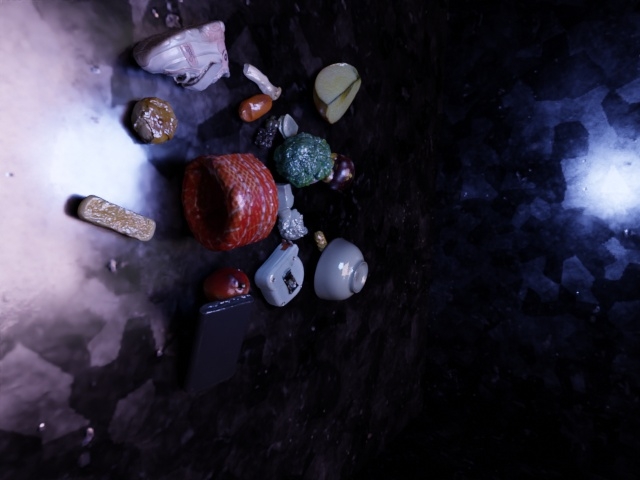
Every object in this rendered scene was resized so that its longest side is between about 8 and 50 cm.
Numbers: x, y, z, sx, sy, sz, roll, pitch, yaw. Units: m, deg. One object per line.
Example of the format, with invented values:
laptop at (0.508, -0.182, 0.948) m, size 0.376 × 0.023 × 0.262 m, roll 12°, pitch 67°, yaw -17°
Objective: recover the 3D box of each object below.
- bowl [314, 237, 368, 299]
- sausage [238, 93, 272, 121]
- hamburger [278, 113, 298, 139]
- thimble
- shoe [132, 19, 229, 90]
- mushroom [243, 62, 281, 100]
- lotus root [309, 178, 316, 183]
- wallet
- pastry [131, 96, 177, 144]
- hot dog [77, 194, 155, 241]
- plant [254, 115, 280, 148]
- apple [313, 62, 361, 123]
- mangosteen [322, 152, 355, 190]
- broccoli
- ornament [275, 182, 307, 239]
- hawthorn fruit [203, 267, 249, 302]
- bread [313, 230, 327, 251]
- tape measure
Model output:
bowl at (0.135, 0.173, 2.178) m, size 0.354 × 0.185 × 0.353 m, roll -36°, pitch 135°, yaw -49°
sausage at (-0.271, -0.544, 1.653) m, size 0.179 × 0.089 × 0.089 m, roll -42°, pitch 128°, yaw -37°
hamburger at (-0.148, -0.507, 1.843) m, size 0.121 × 0.054 × 0.084 m, roll 36°, pitch 66°, yaw -58°
thimble at (-0.323, -0.140, 1.444) m, size 0.231 × 0.350 × 0.349 m, roll -19°, pitch 111°, yaw -49°
shoe at (-0.432, -0.601, 1.348) m, size 0.351 × 0.172 × 0.198 m, roll -44°, pitch 132°, yaw -38°
mushroom at (-0.242, -0.664, 1.691) m, size 0.202 × 0.054 × 0.059 m, roll 33°, pitch 72°, yaw -46°
lotus root at (-0.041, -0.308, 2.037) m, size 0.083 × 0.030 × 0.037 m, roll -27°, pitch 86°, yaw -51°
wallet at (-0.391, 0.394, 1.539) m, size 0.229 × 0.062 × 0.405 m, roll -8°, pitch 126°, yaw -44°
pastry at (-0.539, -0.390, 1.319) m, size 0.153 × 0.081 × 0.153 m, roll 4°, pitch 85°, yaw -60°
hot dog at (-0.633, -0.067, 1.257) m, size 0.243 × 0.073 × 0.084 m, roll 29°, pitch 75°, yaw -51°
plant at (-0.222, -0.468, 1.734) m, size 0.085 × 0.087 × 0.174 m, roll 35°, pitch 62°, yaw -23°
apple at (0.072, -0.721, 1.993) m, size 0.346 × 0.179 × 0.254 m, roll -53°, pitch 122°, yaw -31°
mangosteen at (0.068, -0.358, 2.069) m, size 0.217 × 0.192 × 0.192 m, roll 23°, pitch 75°, yaw -19°
broccoli at (-0.075, -0.348, 1.834) m, size 0.270 × 0.270 × 0.269 m, roll 87°, pitch 24°, yaw -70°
ornament at (-0.162, -0.128, 1.843) m, size 0.285 × 0.130 × 0.120 m, roll 67°, pitch 29°, yaw -24°
hawthorn fruit at (-0.358, 0.186, 1.573) m, size 0.169 × 0.188 × 0.168 m, roll -1°, pitch 91°, yaw -44°
bread at (0.000, 0.000, 2.124) m, size 0.110 × 0.060 × 0.066 m, roll 66°, pitch 33°, yaw -31°
tape measure at (-0.173, 0.162, 1.867) m, size 0.243 × 0.125 × 0.246 m, roll -51°, pitch 132°, yaw -35°
